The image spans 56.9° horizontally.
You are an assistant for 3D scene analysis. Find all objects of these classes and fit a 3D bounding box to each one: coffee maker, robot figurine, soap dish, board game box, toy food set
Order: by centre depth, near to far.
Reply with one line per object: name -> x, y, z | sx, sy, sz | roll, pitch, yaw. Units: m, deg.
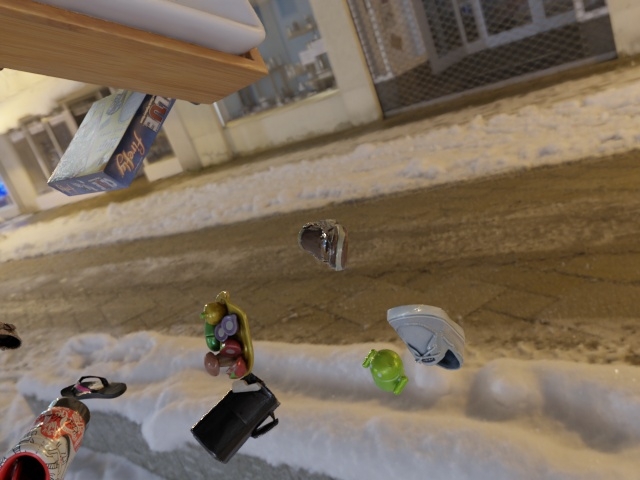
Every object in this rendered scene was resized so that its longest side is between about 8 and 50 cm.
soap dish -> -0.216, -0.254, 0.590 | 0.291, 0.228, 0.118 | -1, -35, -47
board game box -> -0.318, -0.151, 0.889 | 0.243, 0.042, 0.165 | 2, 63, 49
toy food set -> -0.196, 0.215, 1.188 | 0.071, 0.217, 0.128 | -13, 1, -38
robot figurine -> 0.136, 0.262, 1.194 | 0.067, 0.115, 0.101 | -41, 56, -14
coffee maker -> -0.189, 0.376, 1.275 | 0.120, 0.171, 0.178 | 30, 67, 37

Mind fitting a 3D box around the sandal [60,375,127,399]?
sandal -> -0.512, 0.326, 1.327 | 0.179, 0.040, 0.067 | -8, 19, 26

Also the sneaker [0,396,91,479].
sneaker -> -0.426, 0.366, 0.844 | 0.270, 0.090, 0.145 | -62, 6, 13

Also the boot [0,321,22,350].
boot -> -0.464, 0.118, 0.790 | 0.087, 0.042, 0.118 | 18, -4, 31

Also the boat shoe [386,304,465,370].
boat shoe -> 0.185, 0.167, 0.982 | 0.079, 0.228, 0.081 | -18, 59, 30

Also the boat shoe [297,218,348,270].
boat shoe -> 0.000, 0.008, 1.245 | 0.095, 0.095, 0.257 | 2, 7, -5
